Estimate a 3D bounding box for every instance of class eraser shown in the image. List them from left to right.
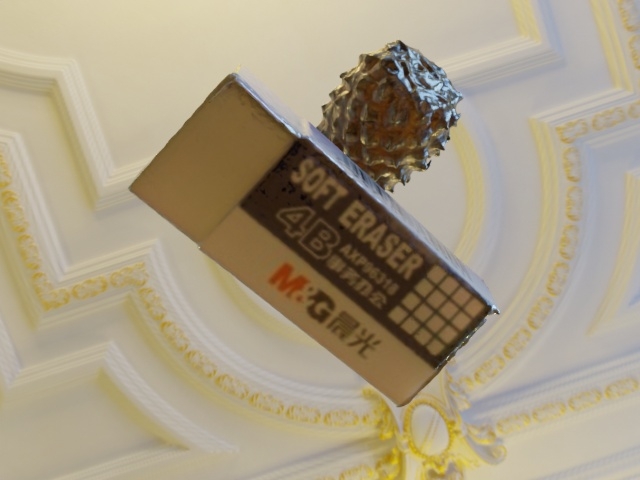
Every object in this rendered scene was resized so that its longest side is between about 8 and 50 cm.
[{"bbox_3d":[0.000,0.000,0.578,0.287,0.086,0.130,42,-78,-16],"label":"eraser"}]

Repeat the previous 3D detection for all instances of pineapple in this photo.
[{"bbox_3d":[0.039,-0.110,0.997,0.175,0.175,0.361,42,-47,-6],"label":"pineapple"}]
